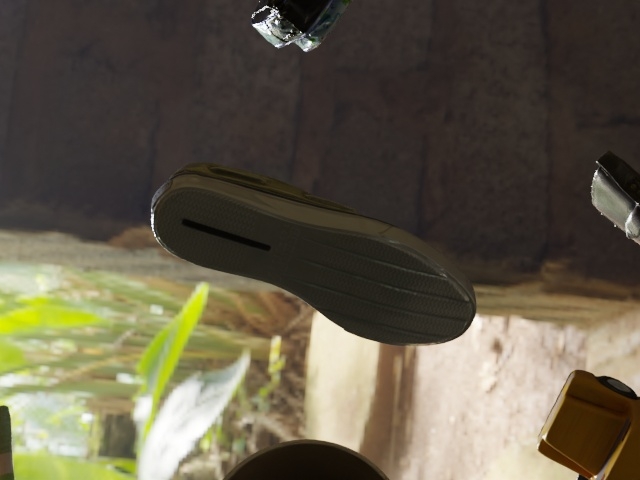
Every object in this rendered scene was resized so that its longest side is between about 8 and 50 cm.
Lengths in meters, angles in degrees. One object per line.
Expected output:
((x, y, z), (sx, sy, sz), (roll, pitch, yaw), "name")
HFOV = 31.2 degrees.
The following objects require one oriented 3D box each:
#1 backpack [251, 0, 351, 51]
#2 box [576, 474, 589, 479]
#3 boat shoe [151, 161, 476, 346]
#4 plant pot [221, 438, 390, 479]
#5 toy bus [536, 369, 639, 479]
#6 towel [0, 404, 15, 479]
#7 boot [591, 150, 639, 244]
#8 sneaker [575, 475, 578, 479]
((-0.023, -0.271, 1.332), (0.105, 0.084, 0.114), (-58, 22, -17), "backpack")
((0.489, 0.382, 1.674), (0.103, 0.261, 0.184), (15, 88, 53), "box")
((0.000, 0.000, 1.019), (0.094, 0.302, 0.109), (-82, 17, -59), "boat shoe")
((-0.003, 0.412, 1.447), (0.274, 0.256, 0.257), (73, -163, -64), "plant pot")
((0.404, 0.264, 1.237), (0.108, 0.332, 0.130), (-66, -8, 14), "toy bus")
((-0.361, 0.369, 1.215), (0.248, 0.038, 0.325), (-36, 59, 45), "towel")
((0.399, 0.012, 1.266), (0.229, 0.091, 0.263), (45, 176, 29), "boot")
((0.613, 0.427, 2.153), (0.108, 0.271, 0.100), (55, 165, 29), "sneaker")
